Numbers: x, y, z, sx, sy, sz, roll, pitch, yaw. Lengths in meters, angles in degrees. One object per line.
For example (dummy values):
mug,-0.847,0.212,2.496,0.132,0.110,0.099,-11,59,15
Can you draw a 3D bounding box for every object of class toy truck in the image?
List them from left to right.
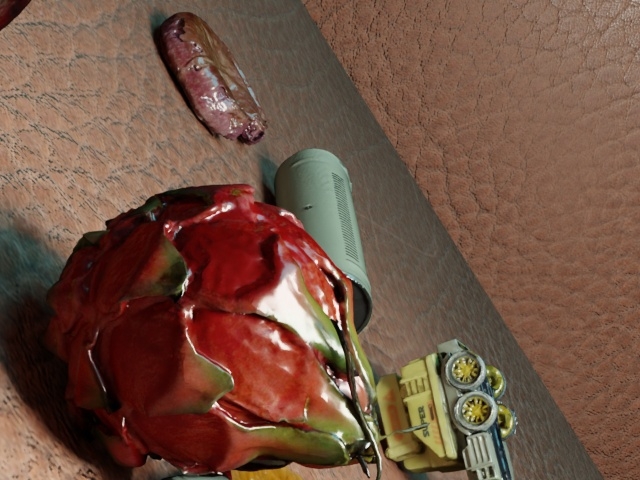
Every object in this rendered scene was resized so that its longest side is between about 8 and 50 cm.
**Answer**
toy truck,0.162,0.266,1.657,0.124,0.157,0.272,34,40,-63

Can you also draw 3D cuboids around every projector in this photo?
projector,0.000,0.000,1.738,0.108,0.108,0.337,52,14,-27

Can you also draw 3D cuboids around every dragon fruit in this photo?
dragon fruit,-0.058,0.077,0.995,0.293,0.233,0.234,27,14,1

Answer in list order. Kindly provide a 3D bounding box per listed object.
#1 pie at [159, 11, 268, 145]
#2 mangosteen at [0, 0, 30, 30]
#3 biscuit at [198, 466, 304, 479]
pie,-0.141,-0.215,1.818,0.204,0.054,0.218,58,12,-6
mangosteen,-0.293,-0.184,0.867,0.235,0.236,0.261,32,63,-63
biscuit,0.028,0.368,1.073,0.455,0.078,0.350,58,16,-1
